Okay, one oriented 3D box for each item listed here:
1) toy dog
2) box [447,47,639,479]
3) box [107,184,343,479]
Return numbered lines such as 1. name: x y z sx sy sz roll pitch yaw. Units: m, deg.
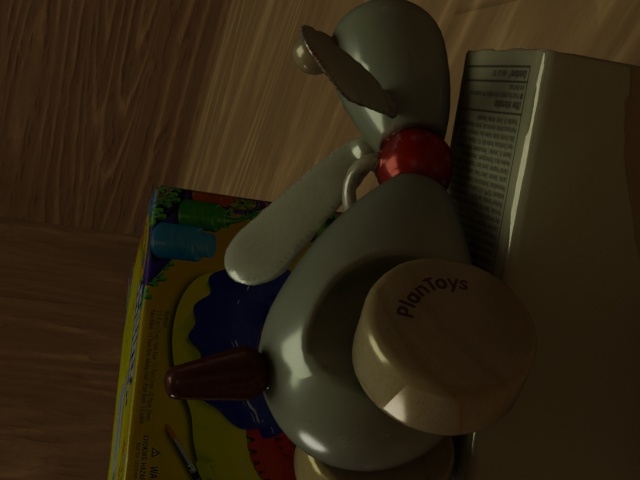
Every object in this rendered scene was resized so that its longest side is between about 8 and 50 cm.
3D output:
1. toy dog: 0.000 0.000 0.740 0.333 0.161 0.220 -103 25 -60
2. box: 0.130 0.054 0.783 0.148 0.121 0.311 -140 59 -76
3. box: -0.009 0.142 1.012 0.177 0.279 0.289 119 156 -61
